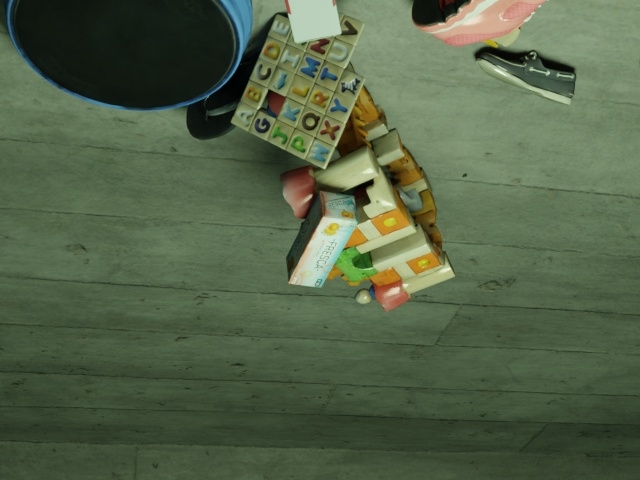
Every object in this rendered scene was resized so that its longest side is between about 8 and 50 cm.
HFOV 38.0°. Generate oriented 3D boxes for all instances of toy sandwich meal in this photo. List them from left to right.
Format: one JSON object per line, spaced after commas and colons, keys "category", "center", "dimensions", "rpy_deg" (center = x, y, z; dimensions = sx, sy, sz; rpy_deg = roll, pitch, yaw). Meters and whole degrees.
{"category": "toy sandwich meal", "center": [0.297, -0.359, 1.577], "dimensions": [0.085, 0.029, 0.085], "rpy_deg": [-3, 146, -2]}

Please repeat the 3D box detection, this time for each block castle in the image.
{"category": "block castle", "center": [0.062, -0.082, 1.727], "dimensions": [0.213, 0.303, 0.453], "rpy_deg": [-23, 142, 16]}

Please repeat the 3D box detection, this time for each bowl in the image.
{"category": "bowl", "center": [-0.302, -0.343, 1.469], "dimensions": [0.391, 0.077, 0.391], "rpy_deg": [0, 150, 0]}

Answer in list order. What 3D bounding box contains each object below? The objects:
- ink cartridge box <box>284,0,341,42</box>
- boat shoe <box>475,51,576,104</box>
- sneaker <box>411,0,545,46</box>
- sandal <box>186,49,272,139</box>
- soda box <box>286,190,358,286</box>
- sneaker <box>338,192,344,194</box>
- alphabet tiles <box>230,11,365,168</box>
{"category": "ink cartridge box", "center": [-0.022, -0.399, 1.354], "dimensions": [0.072, 0.175, 0.127], "rpy_deg": [-10, 146, 4]}
{"category": "boat shoe", "center": [0.370, -0.304, 1.661], "dimensions": [0.206, 0.075, 0.065], "rpy_deg": [18, 98, -21]}
{"category": "sneaker", "center": [0.306, -0.398, 1.472], "dimensions": [0.314, 0.116, 0.136], "rpy_deg": [-17, 153, 30]}
{"category": "sandal", "center": [-0.143, -0.267, 1.609], "dimensions": [0.254, 0.097, 0.054], "rpy_deg": [-34, 168, 23]}
{"category": "soda box", "center": [0.000, 0.000, 1.523], "dimensions": [0.063, 0.058, 0.183], "rpy_deg": [8, 140, -18]}
{"category": "sneaker", "center": [0.017, -0.032, 1.969], "dimensions": [0.122, 0.110, 0.283], "rpy_deg": [-21, 141, 35]}
{"category": "alphabet tiles", "center": [-0.024, -0.262, 1.509], "dimensions": [0.009, 0.198, 0.237], "rpy_deg": [6, 110, -63]}
